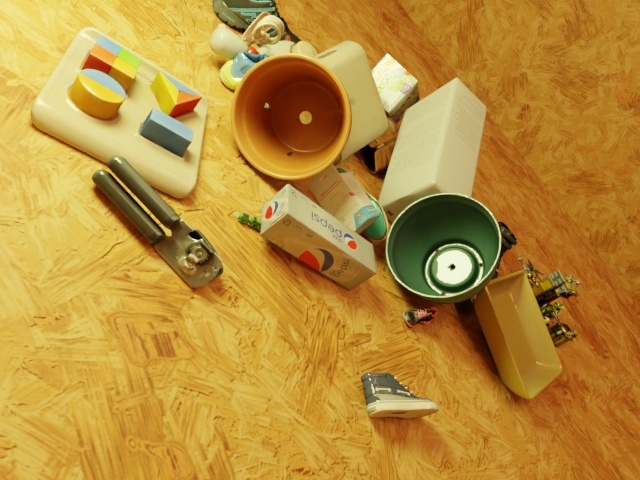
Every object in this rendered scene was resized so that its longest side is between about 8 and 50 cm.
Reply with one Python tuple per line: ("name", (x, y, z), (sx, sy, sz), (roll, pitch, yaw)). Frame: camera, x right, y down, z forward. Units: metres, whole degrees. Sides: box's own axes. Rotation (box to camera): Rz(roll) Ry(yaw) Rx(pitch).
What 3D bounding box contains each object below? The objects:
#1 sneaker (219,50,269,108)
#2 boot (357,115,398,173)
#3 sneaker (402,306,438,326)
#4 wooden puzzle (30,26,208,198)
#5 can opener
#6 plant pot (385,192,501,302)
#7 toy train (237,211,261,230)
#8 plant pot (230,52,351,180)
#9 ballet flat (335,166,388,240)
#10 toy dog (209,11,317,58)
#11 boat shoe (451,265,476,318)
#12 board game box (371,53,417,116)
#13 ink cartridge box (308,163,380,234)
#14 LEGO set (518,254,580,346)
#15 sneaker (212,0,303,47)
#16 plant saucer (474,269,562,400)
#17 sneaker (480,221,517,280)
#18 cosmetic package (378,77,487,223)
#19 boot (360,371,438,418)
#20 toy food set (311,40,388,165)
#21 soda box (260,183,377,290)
("sneaker", (-0.148, -0.425, 1.509), (0.240, 0.126, 0.091), (25, 40, -31))
("boot", (0.236, -0.268, 1.817), (0.283, 0.109, 0.220), (58, 41, -10))
("sneaker", (0.258, 0.188, 1.413), (0.119, 0.057, 0.047), (1, 58, -47))
("wooden puzzle", (-0.378, -0.285, 1.145), (0.322, 0.080, 0.347), (29, 38, -28))
("can opener", (-0.290, -0.031, 1.017), (0.283, 0.076, 0.095), (47, 1, -1))
("plant pot", (0.343, 0.047, 1.489), (0.196, 0.293, 0.293), (48, 20, -56))
("toy train", (-0.144, -0.040, 1.214), (0.083, 0.024, 0.017), (23, 41, -32))
("plant pot", (-0.055, -0.308, 1.385), (0.291, 0.291, 0.203), (46, 17, -3))
("ballet flat", (0.114, -0.102, 1.532), (0.086, 0.086, 0.248), (-11, 64, -53))
("toy dog", (-0.158, -0.559, 1.578), (0.334, 0.220, 0.160), (26, 47, -60))
("boat shoe", (0.421, 0.144, 1.650), (0.072, 0.068, 0.189), (25, 49, -51))
("board game box", (0.248, -0.518, 1.943), (0.142, 0.144, 0.275), (45, 9, 8))
("ink cartridge box", (0.060, -0.105, 1.439), (0.062, 0.104, 0.181), (-15, 68, -54))
("LEGO set", (0.776, 0.207, 1.864), (0.331, 0.192, 0.254), (25, 40, -31))
("sneaker", (-0.166, -0.691, 1.750), (0.341, 0.140, 0.125), (22, 39, -36))
("plant saucer", (0.567, 0.269, 1.619), (0.333, 0.081, 0.332), (-6, 75, -51))
("sneaker", (0.585, 0.040, 1.859), (0.105, 0.147, 0.295), (39, 35, -17))
("cosmetic package", (0.349, -0.257, 1.697), (0.161, 0.230, 0.453), (37, 54, -23))
("boot", (0.169, 0.322, 1.161), (0.190, 0.069, 0.086), (16, 48, -37))
("toy food set", (0.065, -0.403, 1.623), (0.220, 0.092, 0.306), (-37, 116, -31))
("soda box", (0.000, 0.000, 1.253), (0.286, 0.091, 0.098), (34, 35, -32))
